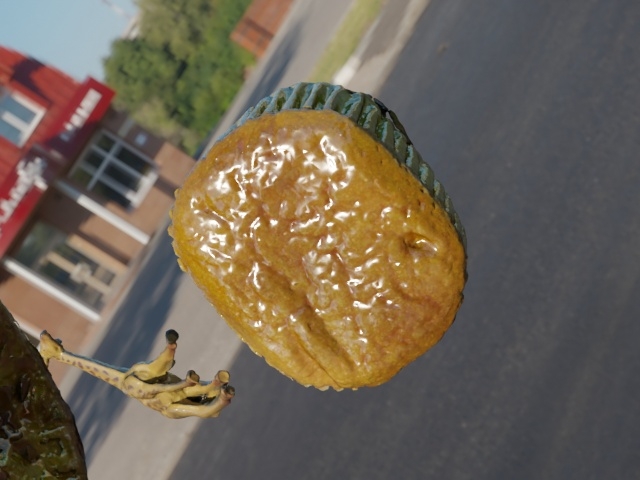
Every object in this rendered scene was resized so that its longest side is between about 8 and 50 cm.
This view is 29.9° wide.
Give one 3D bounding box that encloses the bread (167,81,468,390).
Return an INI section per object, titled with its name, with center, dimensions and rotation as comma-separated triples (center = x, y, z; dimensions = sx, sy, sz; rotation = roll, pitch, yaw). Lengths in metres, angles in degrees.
[bread]
center = 0.000, 0.000, 1.028
dimensions = 0.227, 0.253, 0.142
rotation = -33, 8, 14

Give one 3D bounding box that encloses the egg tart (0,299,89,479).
[egg tart]
center = -0.304, 0.174, 1.035
dimensions = 0.115, 0.290, 0.290
rotation = -26, 14, 5

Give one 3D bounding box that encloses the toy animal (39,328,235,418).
[toy animal]
center = -0.226, 0.165, 1.477
dimensions = 0.275, 0.149, 0.054
rotation = 1, 49, 33
